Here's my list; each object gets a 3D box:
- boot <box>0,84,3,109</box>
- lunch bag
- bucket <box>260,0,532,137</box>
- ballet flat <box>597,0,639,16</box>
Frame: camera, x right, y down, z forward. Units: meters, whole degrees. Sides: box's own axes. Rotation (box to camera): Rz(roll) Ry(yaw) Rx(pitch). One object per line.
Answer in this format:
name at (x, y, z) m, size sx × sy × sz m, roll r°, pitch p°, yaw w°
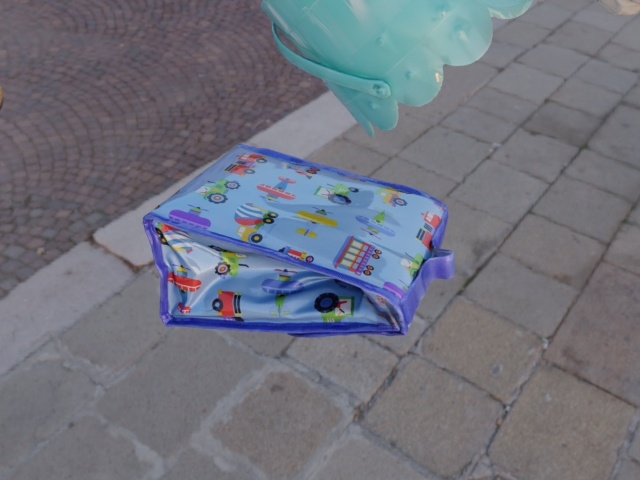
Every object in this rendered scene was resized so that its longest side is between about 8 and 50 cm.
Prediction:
boot at (-0.428, -0.135, 0.772) m, size 0.248 × 0.207 × 0.090 m, roll 1°, pitch 79°, yaw 8°
lunch bag at (0.000, 0.000, 0.744) m, size 0.293 × 0.138 × 0.221 m, roll 7°, pitch 29°, yaw 19°
bucket at (0.081, -0.265, 0.722) m, size 0.183 × 0.281 × 0.281 m, roll 44°, pitch 41°, yaw -11°
ballet flat at (0.242, -0.206, 0.519) m, size 0.074 × 0.074 × 0.203 m, roll 17°, pitch 33°, yaw 14°
